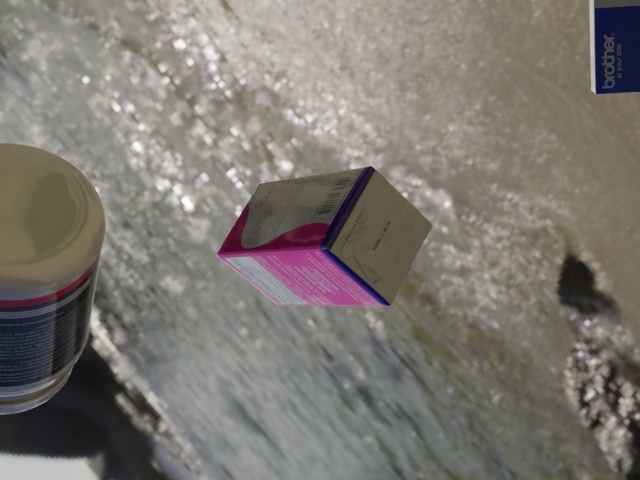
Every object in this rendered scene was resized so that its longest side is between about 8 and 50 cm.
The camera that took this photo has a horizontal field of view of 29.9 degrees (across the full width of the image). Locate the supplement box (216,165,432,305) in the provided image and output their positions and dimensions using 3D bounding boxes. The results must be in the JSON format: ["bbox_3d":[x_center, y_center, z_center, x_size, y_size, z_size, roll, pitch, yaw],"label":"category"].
[{"bbox_3d":[0.000,0.000,1.350,0.114,0.111,0.220,42,155,-28],"label":"supplement box"}]

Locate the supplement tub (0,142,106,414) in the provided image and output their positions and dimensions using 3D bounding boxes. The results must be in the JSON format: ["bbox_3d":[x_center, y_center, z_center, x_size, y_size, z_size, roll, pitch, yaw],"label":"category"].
[{"bbox_3d":[-0.337,0.047,1.281,0.191,0.191,0.272,45,143,19],"label":"supplement tub"}]

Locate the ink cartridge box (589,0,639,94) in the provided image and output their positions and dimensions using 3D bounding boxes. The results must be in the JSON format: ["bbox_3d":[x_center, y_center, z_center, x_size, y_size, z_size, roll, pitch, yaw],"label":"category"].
[{"bbox_3d":[0.340,-0.264,1.288,0.046,0.097,0.207,-63,-29,-75],"label":"ink cartridge box"}]
